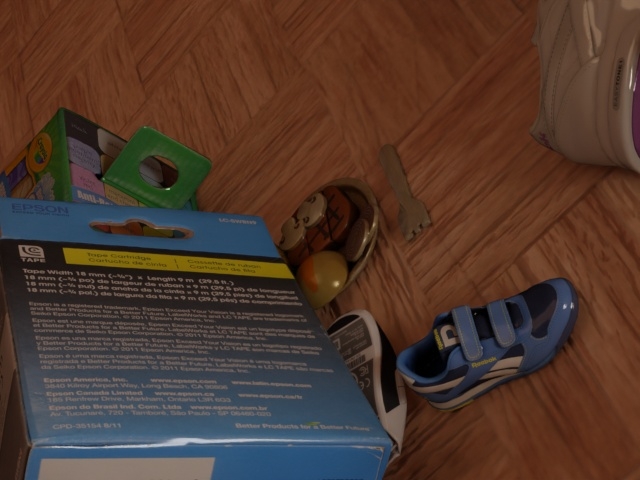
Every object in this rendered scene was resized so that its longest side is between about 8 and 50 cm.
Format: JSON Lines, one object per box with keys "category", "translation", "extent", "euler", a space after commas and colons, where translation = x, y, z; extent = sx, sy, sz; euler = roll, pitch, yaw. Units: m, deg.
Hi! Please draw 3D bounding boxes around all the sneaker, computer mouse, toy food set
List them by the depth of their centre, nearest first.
{"category": "sneaker", "translation": [0.208, -0.200, 0.824], "extent": [0.152, 0.114, 0.305], "euler": [11, 90, 58]}
{"category": "sneaker", "translation": [0.115, 0.070, 0.827], "extent": [0.144, 0.059, 0.053], "euler": [-38, 40, 25]}
{"category": "computer mouse", "translation": [0.042, 0.141, 0.882], "extent": [0.106, 0.042, 0.193], "euler": [-34, 49, 37]}
{"category": "toy food set", "translation": [0.000, 0.000, 1.024], "extent": [0.192, 0.038, 0.132], "euler": [-42, 40, 22]}

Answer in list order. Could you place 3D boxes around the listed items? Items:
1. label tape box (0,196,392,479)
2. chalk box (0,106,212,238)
{"category": "label tape box", "translation": [-0.121, 0.093, 0.886], "extent": [0.334, 0.240, 0.106], "euler": [-123, 42, -57]}
{"category": "chalk box", "translation": [-0.228, 0.009, 1.164], "extent": [0.289, 0.180, 0.179], "euler": [-42, 40, 24]}
